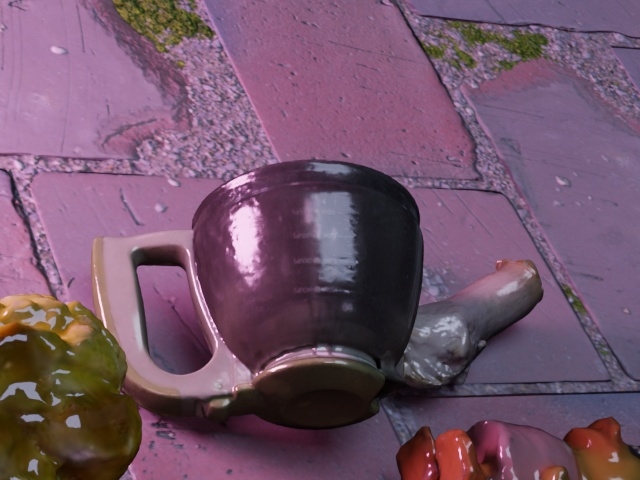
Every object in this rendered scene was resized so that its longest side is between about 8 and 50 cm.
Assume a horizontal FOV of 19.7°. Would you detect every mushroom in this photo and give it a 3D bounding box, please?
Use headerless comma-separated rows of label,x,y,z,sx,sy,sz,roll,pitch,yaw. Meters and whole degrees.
mushroom,0.158,0.090,2.046,0.099,0.096,0.278,42,35,15

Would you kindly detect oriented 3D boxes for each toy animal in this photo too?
toy animal,0.233,0.261,1.846,0.281,0.195,0.169,2,84,-24

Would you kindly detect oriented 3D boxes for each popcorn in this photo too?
popcorn,-0.274,0.159,1.581,0.237,0.205,0.251,-15,10,-3

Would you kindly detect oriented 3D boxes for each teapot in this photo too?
teapot,-0.045,0.060,1.844,0.322,0.239,0.239,15,53,-26
